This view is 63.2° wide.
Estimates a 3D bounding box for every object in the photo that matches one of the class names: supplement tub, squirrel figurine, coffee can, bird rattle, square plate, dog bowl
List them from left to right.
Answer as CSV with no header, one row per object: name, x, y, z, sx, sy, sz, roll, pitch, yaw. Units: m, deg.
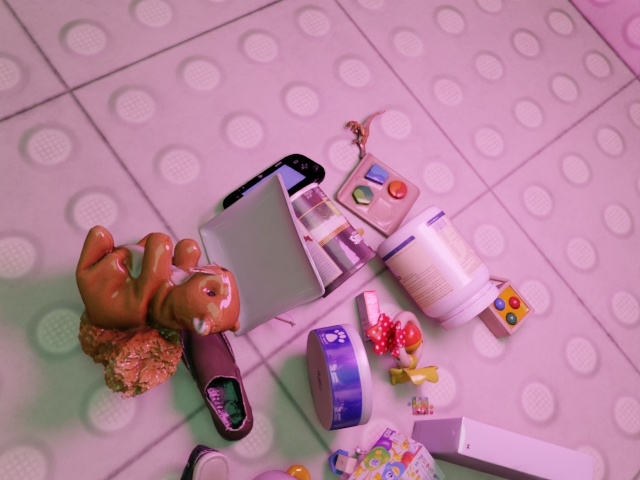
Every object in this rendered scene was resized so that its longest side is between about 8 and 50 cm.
squirrel figurine,-0.389,0.180,1.278,0.371,0.281,0.396,19,84,13
square plate,-0.163,0.046,1.417,0.049,0.347,0.343,-5,69,-54
coffee can,0.000,0.000,1.514,0.202,0.201,0.275,-38,84,-23
dog bowl,0.044,0.357,1.368,0.104,0.265,0.264,-6,73,-15
bird rattle,0.233,0.296,1.500,0.253,0.143,0.207,56,38,-17
supplement tub,0.353,0.082,1.563,0.235,0.235,0.324,-35,83,-23

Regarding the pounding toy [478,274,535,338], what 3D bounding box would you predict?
pounding toy,0.581,0.173,1.671,0.181,0.094,0.206,-36,84,-23

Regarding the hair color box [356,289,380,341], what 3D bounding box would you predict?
hair color box,0.147,0.225,1.547,0.043,0.072,0.141,-3,74,-17

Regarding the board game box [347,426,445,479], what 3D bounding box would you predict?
board game box,0.168,0.654,1.341,0.275,0.142,0.144,-44,115,-25

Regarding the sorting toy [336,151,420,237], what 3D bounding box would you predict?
sorting toy,0.169,-0.117,1.680,0.229,0.041,0.307,37,69,-3

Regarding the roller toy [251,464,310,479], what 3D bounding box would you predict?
roller toy,-0.107,0.674,1.281,0.191,0.146,0.209,3,79,-22

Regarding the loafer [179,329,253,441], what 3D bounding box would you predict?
loafer,-0.266,0.342,1.361,0.134,0.130,0.365,-26,80,-22

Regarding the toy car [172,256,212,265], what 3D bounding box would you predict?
toy car,-0.368,0.077,1.468,0.122,0.060,0.040,18,99,-1

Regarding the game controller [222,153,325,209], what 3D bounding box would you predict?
game controller,-0.139,-0.158,1.582,0.319,0.067,0.166,-38,61,-24

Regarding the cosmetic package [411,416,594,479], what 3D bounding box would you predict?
cosmetic package,0.474,0.574,1.401,0.378,0.284,0.097,19,68,-9

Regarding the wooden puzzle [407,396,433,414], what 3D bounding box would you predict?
wooden puzzle,0.296,0.487,1.532,0.083,0.006,0.049,5,70,-14

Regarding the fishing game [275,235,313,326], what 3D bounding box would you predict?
fishing game,-0.118,0.096,1.445,0.189,0.041,0.263,20,104,22

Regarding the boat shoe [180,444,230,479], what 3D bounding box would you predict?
boat shoe,-0.300,0.657,1.251,0.127,0.113,0.339,1,97,-37

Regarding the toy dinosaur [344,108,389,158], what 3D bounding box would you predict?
toy dinosaur,0.147,-0.375,1.770,0.112,0.064,0.211,25,75,-31

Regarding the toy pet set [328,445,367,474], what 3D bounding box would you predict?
toy pet set,0.077,0.618,1.412,0.114,0.065,0.122,35,65,-40
